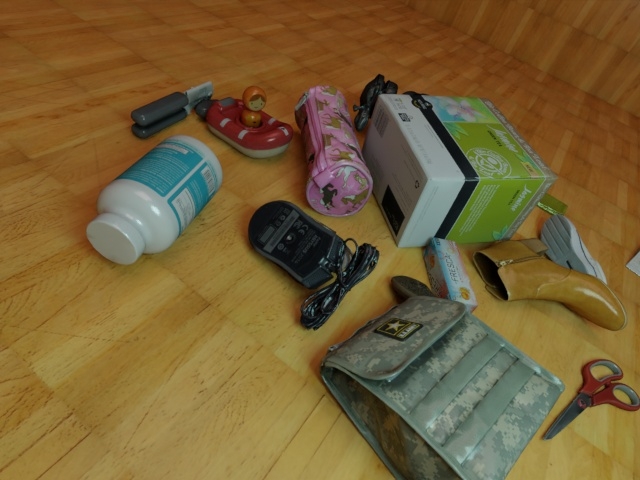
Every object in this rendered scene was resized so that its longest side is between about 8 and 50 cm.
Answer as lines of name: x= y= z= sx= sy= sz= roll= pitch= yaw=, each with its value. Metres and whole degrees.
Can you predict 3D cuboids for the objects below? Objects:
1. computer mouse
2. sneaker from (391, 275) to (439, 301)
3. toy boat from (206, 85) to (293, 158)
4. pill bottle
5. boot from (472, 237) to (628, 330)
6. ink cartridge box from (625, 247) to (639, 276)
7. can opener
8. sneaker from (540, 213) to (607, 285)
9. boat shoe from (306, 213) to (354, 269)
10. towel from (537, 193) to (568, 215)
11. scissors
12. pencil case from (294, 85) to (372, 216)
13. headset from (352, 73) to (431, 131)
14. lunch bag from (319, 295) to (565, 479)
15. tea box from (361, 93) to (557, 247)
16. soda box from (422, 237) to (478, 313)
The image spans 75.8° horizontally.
computer mouse: x=-0.032 y=0.027 z=0.789 sx=0.272 sy=0.072 sz=0.188 roll=40 pitch=88 yaw=29
sneaker: x=0.199 y=0.136 z=0.802 sx=0.066 sy=0.071 sz=0.188 roll=-2 pitch=25 yaw=-34
toy boat: x=-0.173 y=-0.316 z=1.043 sx=0.231 sy=0.151 sz=0.151 roll=34 pitch=45 yaw=14
pill bottle: x=-0.300 y=-0.076 z=0.756 sx=0.146 sy=0.146 sz=0.264 roll=23 pitch=42 yaw=2
boot: x=0.497 y=0.112 z=0.923 sx=0.211 sy=0.104 sz=0.295 roll=-15 pitch=48 yaw=-26
ink cartridge box: x=0.975 y=0.084 z=1.182 sx=0.179 sy=0.045 sz=0.145 roll=-33 pitch=64 yaw=-21
can opener: x=-0.354 y=-0.335 z=1.048 sx=0.093 sy=0.074 sz=0.280 roll=33 pitch=44 yaw=12
sneaker: x=0.649 y=0.042 z=1.062 sx=0.091 sy=0.094 sz=0.258 roll=27 pitch=44 yaw=-21
boat shoe: x=0.000 y=0.000 z=0.864 sx=0.066 sy=0.066 sz=0.183 roll=-3 pitch=41 yaw=-49
towel: x=0.668 y=-0.158 z=1.306 sx=0.237 sy=0.021 sz=0.102 roll=37 pitch=46 yaw=16
scissors: x=0.497 y=0.297 z=0.787 sx=0.297 sy=0.021 sz=0.109 roll=-4 pitch=51 yaw=-23
pencil case: x=0.024 y=-0.233 z=1.032 sx=0.167 sy=0.160 sz=0.386 roll=6 pitch=46 yaw=-17
headset: x=0.206 y=-0.373 z=1.223 sx=0.243 sy=0.185 sz=0.394 roll=31 pitch=13 yaw=18
lunch bag: x=0.168 y=0.218 z=0.632 sx=0.235 sy=0.169 sz=0.287 roll=-26 pitch=53 yaw=-35
tea box: x=0.311 y=-0.179 z=1.019 sx=0.323 sy=0.220 sz=0.329 roll=-4 pitch=50 yaw=-17
soda box: x=0.275 y=0.080 z=0.887 sx=0.062 sy=0.058 sz=0.183 roll=10 pitch=43 yaw=-11
